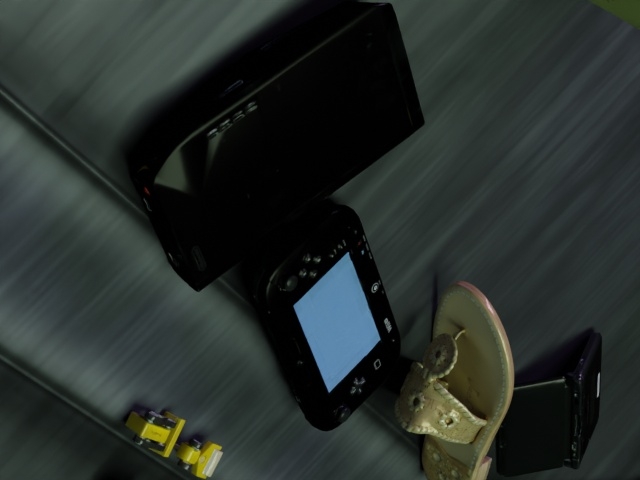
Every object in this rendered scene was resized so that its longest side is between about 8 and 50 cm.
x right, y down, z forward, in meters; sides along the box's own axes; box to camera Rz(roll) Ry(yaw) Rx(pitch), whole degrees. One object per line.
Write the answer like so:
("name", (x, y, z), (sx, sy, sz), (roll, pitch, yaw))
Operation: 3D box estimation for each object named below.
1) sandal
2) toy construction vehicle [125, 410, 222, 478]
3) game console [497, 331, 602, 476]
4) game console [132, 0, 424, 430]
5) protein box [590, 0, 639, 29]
("sandal", (0.100, 0.148, 1.409), (0.079, 0.088, 0.240), (-31, 141, -31))
("toy construction vehicle", (-0.124, 0.171, 1.267), (0.098, 0.035, 0.086), (25, 90, -52))
("game console", (0.216, 0.154, 1.579), (0.107, 0.071, 0.122), (-58, 152, -42))
("game console", (0.000, 0.000, 1.240), (0.213, 0.044, 0.361), (-37, 139, -16))
("protein box", (0.272, -0.236, 1.190), (0.136, 0.201, 0.200), (-46, 140, -5))
